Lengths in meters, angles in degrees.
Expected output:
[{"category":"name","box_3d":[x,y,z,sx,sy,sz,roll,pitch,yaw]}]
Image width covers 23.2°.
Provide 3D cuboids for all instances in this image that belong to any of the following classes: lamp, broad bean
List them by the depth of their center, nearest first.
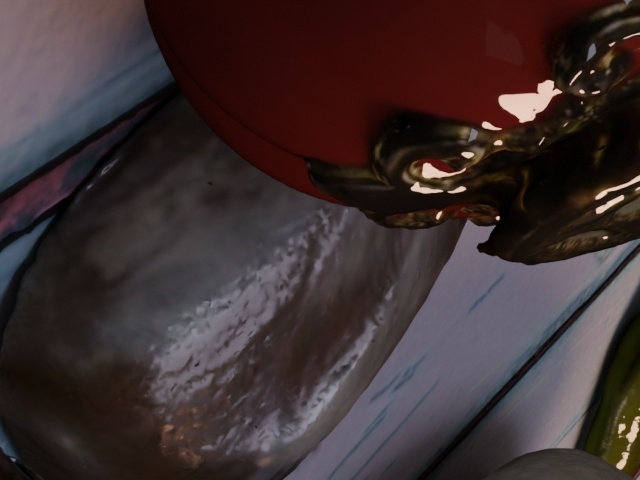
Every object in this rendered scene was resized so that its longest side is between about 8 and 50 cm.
[{"category":"lamp","box_3d":[0.056,-0.104,0.421,0.227,0.227,0.227,-44,150,-33]},{"category":"broad bean","box_3d":[0.240,0.144,1.202,0.075,0.067,0.325,4,121,-17]}]

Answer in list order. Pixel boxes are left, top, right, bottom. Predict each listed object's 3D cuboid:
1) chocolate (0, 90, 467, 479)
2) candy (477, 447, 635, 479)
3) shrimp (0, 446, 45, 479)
[{"category":"chocolate","box_3d":[0.001,0.000,0.564,0.254,0.080,0.157,-50,153,-23]},{"category":"candy","box_3d":[0.153,0.312,0.902,0.427,0.186,0.386,22,62,-66]},{"category":"shrimp","box_3d":[-0.150,0.085,0.309,0.116,0.145,0.343,-33,153,23]}]
